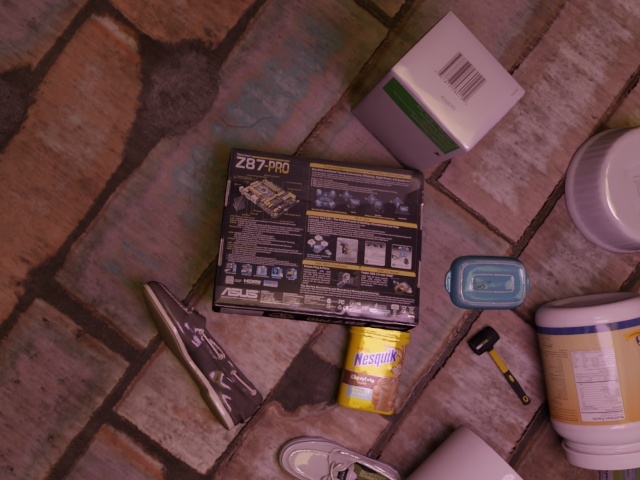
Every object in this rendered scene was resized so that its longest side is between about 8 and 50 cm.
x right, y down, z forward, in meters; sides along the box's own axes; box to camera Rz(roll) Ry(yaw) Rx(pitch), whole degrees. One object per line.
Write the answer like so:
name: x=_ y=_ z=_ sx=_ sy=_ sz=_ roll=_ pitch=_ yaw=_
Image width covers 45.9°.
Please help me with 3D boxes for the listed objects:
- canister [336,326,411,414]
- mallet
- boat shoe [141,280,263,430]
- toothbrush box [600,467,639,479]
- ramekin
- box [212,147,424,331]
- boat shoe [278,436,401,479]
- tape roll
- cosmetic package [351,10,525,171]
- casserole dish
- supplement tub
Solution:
canister: x=0.106 y=0.257 z=1.530 sx=0.126 sy=0.073 sz=0.170 roll=11 pitch=88 yaw=-7
mallet: x=0.378 y=0.274 z=1.589 sx=0.062 sy=0.039 sz=0.190 roll=-30 pitch=96 yaw=-9
boat shoe: x=-0.230 y=0.210 z=1.474 sx=0.095 sy=0.112 sz=0.335 roll=-34 pitch=99 yaw=-25
toothbrush box: x=0.720 y=0.484 z=1.504 sx=0.206 sy=0.283 sz=0.122 roll=-2 pitch=88 yaw=-8
ramekin: x=0.673 y=-0.111 z=1.589 sx=0.277 sy=0.135 sz=0.277 roll=0 pitch=88 yaw=-8
box: x=0.000 y=0.000 z=1.476 sx=0.394 sy=0.097 sz=0.319 roll=6 pitch=75 yaw=-8
boat shoe: x=0.044 y=0.458 z=1.508 sx=0.258 sy=0.084 sz=0.095 roll=13 pitch=87 yaw=-8
tape roll: x=0.302 y=0.505 z=1.464 sx=0.169 sy=0.246 sz=0.246 roll=-42 pitch=94 yaw=-8
cosmetic package: x=0.203 y=-0.258 z=1.409 sx=0.197 sy=0.365 sz=0.155 roll=45 pitch=82 yaw=-4
casserole dish: x=0.357 y=0.089 z=1.588 sx=0.188 sy=0.037 sz=0.114 roll=2 pitch=88 yaw=-7
supplement tub: x=0.566 y=0.275 z=1.516 sx=0.228 sy=0.228 sz=0.317 roll=-9 pitch=90 yaw=-8
